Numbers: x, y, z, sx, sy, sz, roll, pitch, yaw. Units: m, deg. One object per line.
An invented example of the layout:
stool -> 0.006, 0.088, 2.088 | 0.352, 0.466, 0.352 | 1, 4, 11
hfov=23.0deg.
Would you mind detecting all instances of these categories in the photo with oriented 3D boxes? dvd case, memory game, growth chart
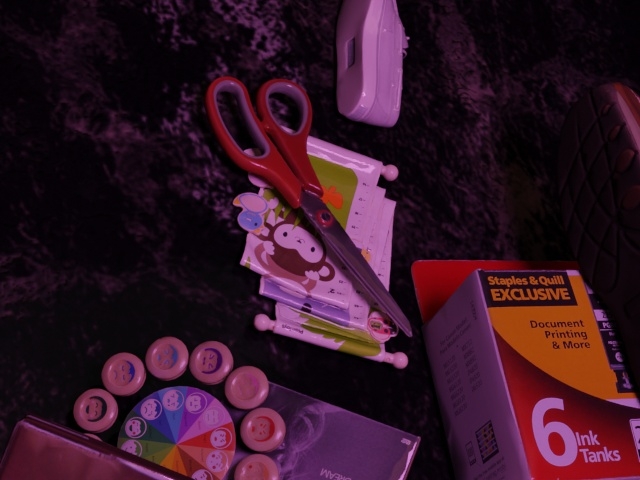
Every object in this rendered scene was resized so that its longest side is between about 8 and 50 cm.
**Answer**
dvd case -> -0.035, 0.231, 1.255 | 0.165, 0.018, 0.221 | 19, 74, 10
memory game -> -0.118, 0.165, 1.271 | 0.186, 0.012, 0.186 | -3, 67, 8
growth chart -> 0.000, 0.000, 1.470 | 0.172, 0.021, 0.237 | 12, 58, -18

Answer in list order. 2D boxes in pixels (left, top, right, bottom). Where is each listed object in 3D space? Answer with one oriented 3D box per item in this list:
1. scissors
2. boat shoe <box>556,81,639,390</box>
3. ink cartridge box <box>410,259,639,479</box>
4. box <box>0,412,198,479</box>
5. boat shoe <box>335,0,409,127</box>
scissors -> -0.016, -0.030, 1.457 | 0.109, 0.021, 0.297 | -12, 69, -31
boat shoe -> 0.311, 0.015, 1.400 | 0.120, 0.122, 0.324 | -5, 70, -33
ink cartridge box -> 0.264, 0.111, 1.463 | 0.310, 0.130, 0.271 | 0, 62, -25
box -> -0.186, 0.323, 1.037 | 0.191, 0.143, 0.381 | 24, 84, -7
boat shoe -> 0.059, -0.196, 1.582 | 0.063, 0.066, 0.184 | 21, 53, -30
